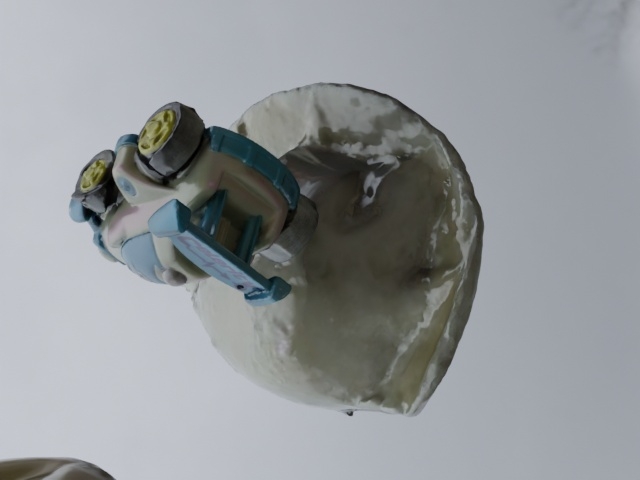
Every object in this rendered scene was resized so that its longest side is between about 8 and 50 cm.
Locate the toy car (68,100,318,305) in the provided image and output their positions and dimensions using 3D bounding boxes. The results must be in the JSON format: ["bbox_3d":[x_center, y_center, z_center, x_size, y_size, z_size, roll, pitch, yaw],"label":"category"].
[{"bbox_3d":[-0.095,-0.004,1.149,0.126,0.161,0.098,40,-134,-31],"label":"toy car"}]

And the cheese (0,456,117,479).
[{"bbox_3d":[-0.144,0.122,0.474,0.235,0.218,0.117,-39,-58,-76],"label":"cheese"}]

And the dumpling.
[{"bbox_3d":[-0.002,0.001,1.276,0.175,0.243,0.227,-40,-34,-72],"label":"dumpling"}]
